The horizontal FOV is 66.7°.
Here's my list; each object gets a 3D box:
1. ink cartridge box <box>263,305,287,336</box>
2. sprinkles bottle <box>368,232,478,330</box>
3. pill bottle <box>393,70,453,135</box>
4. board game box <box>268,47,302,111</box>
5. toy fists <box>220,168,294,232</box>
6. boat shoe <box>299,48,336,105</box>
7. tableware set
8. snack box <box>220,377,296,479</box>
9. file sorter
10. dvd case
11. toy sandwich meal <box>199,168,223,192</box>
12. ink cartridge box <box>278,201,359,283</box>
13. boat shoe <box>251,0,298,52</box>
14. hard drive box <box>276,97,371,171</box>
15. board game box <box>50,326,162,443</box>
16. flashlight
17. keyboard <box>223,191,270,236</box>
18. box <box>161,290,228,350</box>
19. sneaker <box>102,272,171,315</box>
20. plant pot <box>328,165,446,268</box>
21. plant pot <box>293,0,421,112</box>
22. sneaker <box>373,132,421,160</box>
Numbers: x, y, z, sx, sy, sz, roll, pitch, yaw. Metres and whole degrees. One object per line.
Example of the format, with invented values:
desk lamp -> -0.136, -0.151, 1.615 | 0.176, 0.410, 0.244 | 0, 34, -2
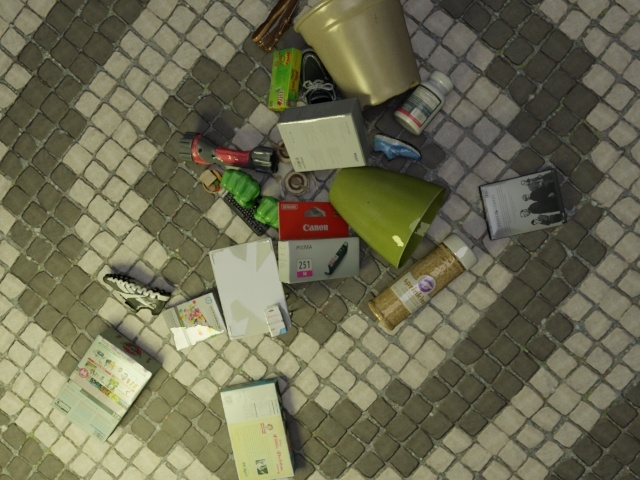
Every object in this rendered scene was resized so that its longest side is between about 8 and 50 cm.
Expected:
ink cartridge box -> -0.133, 0.236, 1.438 | 0.048, 0.028, 0.083 | -18, 93, 3
sprinkles bottle -> 0.319, 0.131, 1.524 | 0.355, 0.121, 0.121 | -40, 90, 6
pill bottle -> 0.321, -0.426, 1.501 | 0.108, 0.108, 0.180 | 40, 95, 1
board game box -> -0.112, -0.506, 1.537 | 0.092, 0.043, 0.181 | 10, 95, 43
toy fists -> -0.193, -0.122, 1.518 | 0.279, 0.142, 0.096 | 42, 85, 1
boat shoe -> -0.005, -0.458, 1.524 | 0.113, 0.105, 0.306 | -10, 92, 5
tableware set -> -0.094, -0.239, 1.575 | 0.128, 0.039, 0.194 | -16, 92, 5
snack box -> -0.205, 0.635, 1.619 | 0.187, 0.060, 0.322 | -11, 92, 5
file sorter -> -0.205, 0.142, 1.536 | 0.193, 0.173, 0.277 | -13, 92, 4
dvd case -> 0.637, -0.113, 1.533 | 0.239, 0.029, 0.179 | -13, 92, 5
toy sandwich meal -> -0.356, -0.197, 1.601 | 0.085, 0.029, 0.085 | 0, 93, 4
ink cartridge box -> 0.000, 0.000, 1.494 | 0.275, 0.060, 0.239 | -3, 94, -36
boat shoe -> -0.131, -0.696, 1.544 | 0.073, 0.073, 0.207 | 35, 100, -36
hard drive box -> 0.014, -0.307, 1.440 | 0.232, 0.089, 0.181 | -1, 135, 22
board game box -> -0.716, 0.484, 1.632 | 0.224, 0.097, 0.303 | 37, 96, 1
flashlight -> -0.290, -0.278, 1.541 | 0.304, 0.103, 0.103 | 9, 107, 12
keyboard -> -0.226, -0.110, 1.601 | 0.108, 0.023, 0.180 | -44, 90, 5
box -> -0.417, 0.270, 1.627 | 0.186, 0.038, 0.145 | -21, 92, 4
sneaker -> -0.623, 0.185, 1.617 | 0.234, 0.078, 0.106 | 20, 92, 1
plant pot -> 0.179, -0.104, 1.472 | 0.293, 0.275, 0.275 | 31, 95, 17
plant pot -> 0.135, -0.554, 1.424 | 0.334, 0.334, 0.305 | -25, 102, 5
sneaker -> 0.243, -0.285, 1.547 | 0.162, 0.063, 0.073 | 22, 112, 7
